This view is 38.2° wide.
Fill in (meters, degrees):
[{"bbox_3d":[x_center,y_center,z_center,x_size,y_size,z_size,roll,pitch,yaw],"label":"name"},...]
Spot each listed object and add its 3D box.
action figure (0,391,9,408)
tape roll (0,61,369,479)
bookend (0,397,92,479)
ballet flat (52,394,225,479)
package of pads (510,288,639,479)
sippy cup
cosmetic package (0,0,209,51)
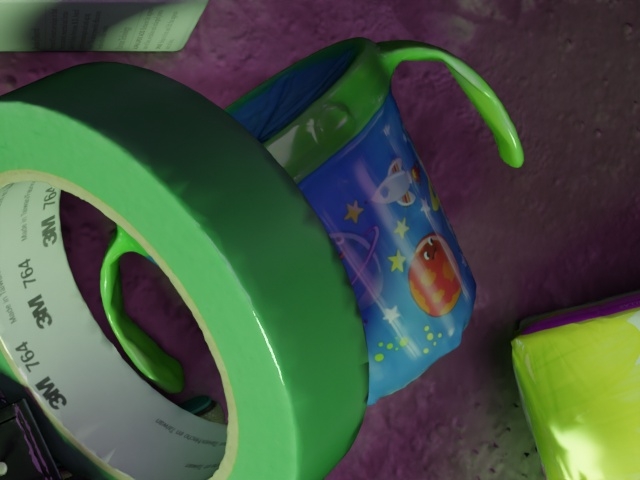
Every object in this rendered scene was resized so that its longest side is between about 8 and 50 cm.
[{"bbox_3d":[-0.326,0.099,0.695,0.232,0.063,0.137,25,69,-17],"label":"action figure"},{"bbox_3d":[-0.121,0.049,0.602,0.077,0.321,0.321,-36,98,-43],"label":"tape roll"},{"bbox_3d":[-0.266,0.139,0.634,0.157,0.072,0.156,-22,84,-36],"label":"bookend"},{"bbox_3d":[-0.154,0.176,0.747,0.168,0.057,0.052,-17,102,-15],"label":"ballet flat"},{"bbox_3d":[0.305,0.187,0.803,0.229,0.101,0.296,-17,93,18],"label":"package of pads"},{"bbox_3d":[0.000,0.000,0.720,0.224,0.305,0.240,55,40,-18],"label":"sippy cup"},{"bbox_3d":[-0.190,-0.233,0.702,0.184,0.151,0.151,-3,88,-16],"label":"cosmetic package"}]
